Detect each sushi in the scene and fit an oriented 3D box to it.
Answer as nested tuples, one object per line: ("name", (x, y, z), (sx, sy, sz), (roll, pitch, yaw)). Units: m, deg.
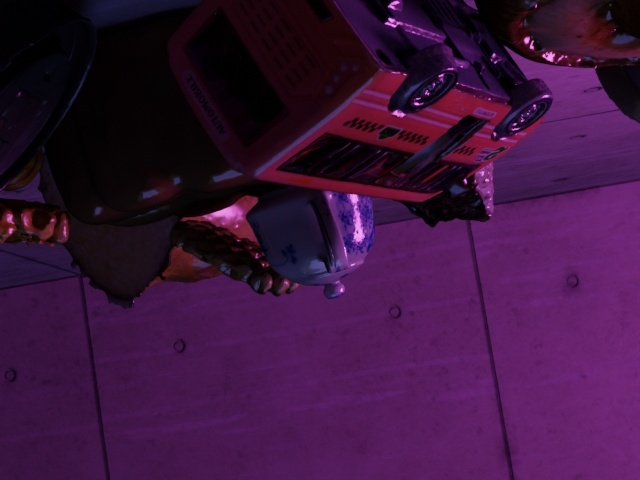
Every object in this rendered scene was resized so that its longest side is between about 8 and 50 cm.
("sushi", (0.162, -0.138, 2.116), (0.170, 0.211, 0.350), (-6, 168, 11))

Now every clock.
("clock", (-0.337, -0.130, 1.476), (0.281, 0.055, 0.280), (-52, 175, -6))

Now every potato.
("potato", (-0.219, -0.068, 2.106), (0.237, 0.289, 0.301), (-27, 170, -45))

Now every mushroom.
("mushroom", (0.286, -0.263, 1.391), (0.278, 0.163, 0.297), (2, 167, 27))

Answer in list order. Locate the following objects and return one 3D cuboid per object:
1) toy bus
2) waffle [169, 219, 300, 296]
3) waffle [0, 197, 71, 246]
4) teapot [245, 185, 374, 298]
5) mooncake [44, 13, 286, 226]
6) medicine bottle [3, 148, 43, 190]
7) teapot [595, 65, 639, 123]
("toy bus", (0.053, -0.163, 1.470), (0.233, 0.203, 0.427), (-39, 160, 22))
("waffle", (-0.105, 0.018, 1.859), (0.183, 0.036, 0.169), (27, -169, 5))
("waffle", (-0.422, -0.029, 1.681), (0.291, 0.051, 0.291), (6, -178, 0))
("teapot", (0.000, 0.000, 1.749), (0.159, 0.159, 0.232), (-8, 177, -8))
("mooncake", (-0.144, -0.134, 1.752), (0.378, 0.201, 0.378), (-9, 174, -1))
("medicine bottle", (-0.428, -0.125, 1.877), (0.096, 0.096, 0.192), (-9, 172, 1))
("teapot", (0.486, -0.239, 1.579), (0.270, 0.200, 0.337), (34, 160, -10))
